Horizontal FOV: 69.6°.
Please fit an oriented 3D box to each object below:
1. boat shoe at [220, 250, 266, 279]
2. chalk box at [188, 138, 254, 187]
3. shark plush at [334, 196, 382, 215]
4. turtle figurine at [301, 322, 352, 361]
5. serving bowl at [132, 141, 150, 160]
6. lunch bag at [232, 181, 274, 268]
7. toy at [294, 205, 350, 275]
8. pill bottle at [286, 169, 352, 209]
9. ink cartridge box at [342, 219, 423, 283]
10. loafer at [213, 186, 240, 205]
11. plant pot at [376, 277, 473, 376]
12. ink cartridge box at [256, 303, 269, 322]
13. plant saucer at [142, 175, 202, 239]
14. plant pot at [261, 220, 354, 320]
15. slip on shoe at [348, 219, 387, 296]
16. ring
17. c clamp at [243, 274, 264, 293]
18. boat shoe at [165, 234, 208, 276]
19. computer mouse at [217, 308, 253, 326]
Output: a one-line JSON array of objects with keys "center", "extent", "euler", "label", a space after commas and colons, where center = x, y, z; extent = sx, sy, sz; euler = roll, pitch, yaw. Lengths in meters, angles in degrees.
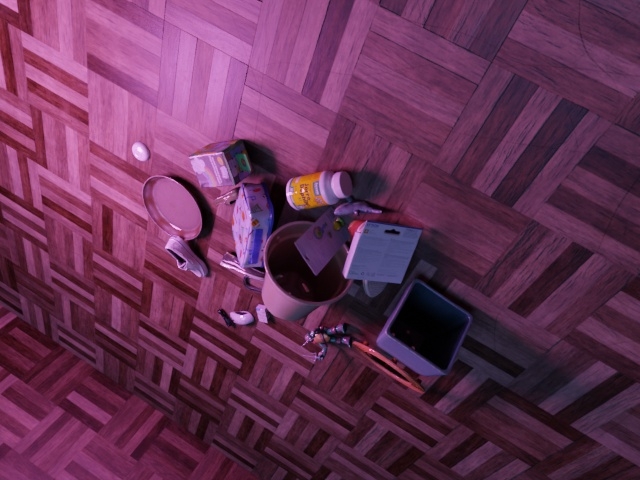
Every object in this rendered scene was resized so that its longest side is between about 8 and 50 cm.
[{"center": [-0.318, 0.108, 1.961], "extent": [0.228, 0.081, 0.068], "euler": [19, 85, 15], "label": "boat shoe"}, {"center": [-0.337, -0.278, 1.663], "extent": [0.213, 0.132, 0.132], "euler": [0, 121, 28], "label": "chalk box"}, {"center": [0.132, -0.096, 1.570], "extent": [0.161, 0.067, 0.073], "euler": [18, 129, 18], "label": "shark plush"}, {"center": [0.010, 0.421, 1.976], "extent": [0.234, 0.118, 0.175], "euler": [-14, 130, 19], "label": "turtle figurine"}, {"center": [-0.745, -0.363, 1.898], "extent": [0.083, 0.027, 0.083], "euler": [14, 127, 19], "label": "serving bowl"}, {"center": [-0.250, -0.046, 1.708], "extent": [0.115, 0.243, 0.303], "euler": [-3, 133, -21], "label": "lunch bag"}, {"center": [0.000, 0.000, 1.605], "extent": [0.056, 0.237, 0.136], "euler": [-14, 115, 49], "label": "toy"}, {"center": [-0.002, -0.172, 1.558], "extent": [0.209, 0.117, 0.117], "euler": [-7, 118, 33], "label": "pill bottle"}, {"center": [0.207, 0.035, 1.544], "extent": [0.223, 0.045, 0.223], "euler": [8, 116, -22], "label": "ink cartridge box"}, {"center": [-0.365, -0.162, 1.809], "extent": [0.148, 0.056, 0.050], "euler": [-20, 104, 38], "label": "loafer"}, {"center": [0.341, 0.334, 1.652], "extent": [0.247, 0.247, 0.252], "euler": [34, 151, 3], "label": "plant pot"}, {"center": [-0.264, 0.338, 2.127], "extent": [0.048, 0.028, 0.083], "euler": [10, 126, 24], "label": "ink cartridge box"}, {"center": [-0.625, -0.144, 1.973], "extent": [0.311, 0.050, 0.310], "euler": [14, 128, 19], "label": "plant saucer"}, {"center": [-0.082, 0.148, 1.723], "extent": [0.334, 0.334, 0.305], "euler": [36, 143, 2], "label": "plant pot"}, {"center": [0.172, 0.063, 1.648], "extent": [0.101, 0.123, 0.331], "euler": [34, 148, 50], "label": "slip on shoe"}, {"center": [0.274, 0.497, 1.836], "extent": [0.337, 0.032, 0.336], "euler": [33, 165, 10], "label": "ring"}, {"center": [-0.277, 0.183, 2.033], "extent": [0.161, 0.022, 0.137], "euler": [9, 131, 22], "label": "c clamp"}, {"center": [-0.611, 0.092, 2.081], "extent": [0.095, 0.084, 0.258], "euler": [-4, 135, 37], "label": "boat shoe"}, {"center": [-0.408, 0.376, 2.226], "extent": [0.193, 0.042, 0.106], "euler": [-6, 118, 32], "label": "computer mouse"}]
